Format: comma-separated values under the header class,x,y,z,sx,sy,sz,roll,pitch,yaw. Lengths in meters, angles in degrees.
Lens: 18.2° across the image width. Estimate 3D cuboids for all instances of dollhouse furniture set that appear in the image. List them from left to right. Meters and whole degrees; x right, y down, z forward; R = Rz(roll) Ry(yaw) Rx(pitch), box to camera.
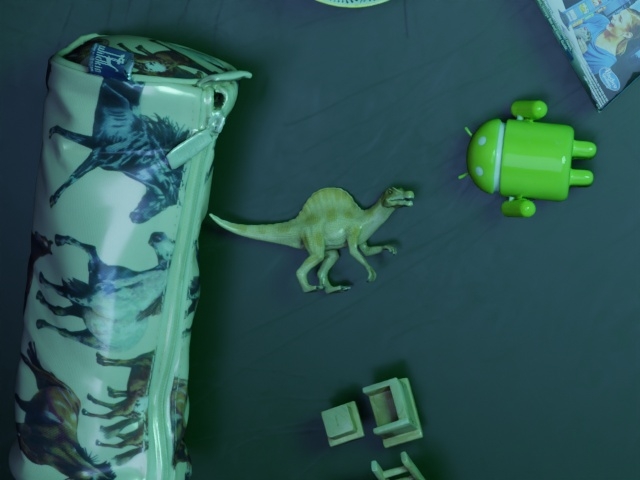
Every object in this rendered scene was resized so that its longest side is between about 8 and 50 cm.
class,x,y,z,sx,sy,sz,roll,pitch,yaw
dollhouse furniture set,0.015,0.226,1.792,0.182,0.101,0.161,-18,72,11

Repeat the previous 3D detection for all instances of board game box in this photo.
class,x,y,z,sx,sy,sz,roll,pitch,yaw
board game box,0.271,-0.239,1.673,0.194,0.060,0.194,-29,94,11

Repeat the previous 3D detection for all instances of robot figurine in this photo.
class,x,y,z,sx,sy,sz,roll,pitch,yaw
robot figurine,0.178,-0.069,1.711,0.115,0.067,0.101,6,90,8

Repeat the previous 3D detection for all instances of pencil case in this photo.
class,x,y,z,sx,sy,sz,roll,pitch,yaw
pencil case,-0.170,0.031,1.725,0.183,0.160,0.410,19,105,49

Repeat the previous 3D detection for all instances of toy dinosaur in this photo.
class,x,y,z,sx,sy,sz,roll,pitch,yaw
toy dinosaur,0.000,0.000,1.768,0.183,0.053,0.092,-10,81,10

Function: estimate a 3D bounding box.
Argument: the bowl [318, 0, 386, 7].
class,x,y,z,sx,sy,sz,roll,pitch,yaw
bowl,0.032,-0.285,1.691,0.170,0.080,0.170,1,100,8
